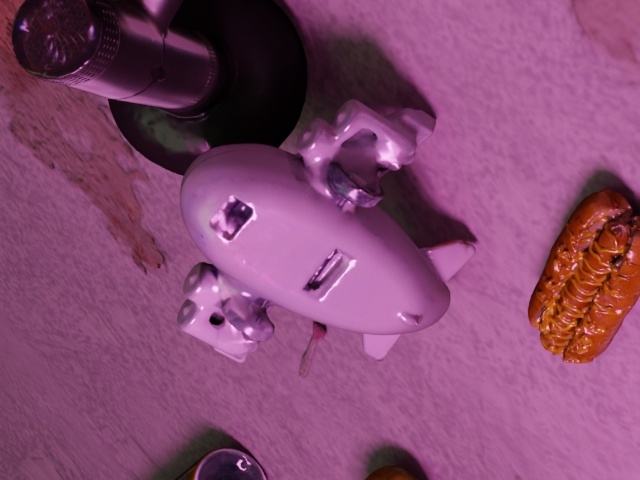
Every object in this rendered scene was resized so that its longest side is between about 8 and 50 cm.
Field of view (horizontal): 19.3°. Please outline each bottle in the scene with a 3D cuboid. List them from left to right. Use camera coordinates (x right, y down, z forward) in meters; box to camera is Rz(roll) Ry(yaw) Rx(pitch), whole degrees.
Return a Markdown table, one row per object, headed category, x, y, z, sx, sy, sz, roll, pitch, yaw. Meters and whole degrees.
| category | x | y | z | sx | sy | sz | roll | pitch | yaw |
| --- | --- | --- | --- | --- | --- | --- | --- | --- | --- |
| bottle | -0.141 | 0.294 | 2.000 | 0.082 | 0.082 | 0.286 | 51 | 150 | 3 |

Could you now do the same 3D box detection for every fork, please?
| category | x | y | z | sx | sy | sz | roll | pitch | yaw |
| --- | --- | --- | --- | --- | --- | --- | --- | --- | --- |
| fork | -0.008 | 0.096 | 1.681 | 0.016 | 0.012 | 0.115 | 47 | 155 | 18 |

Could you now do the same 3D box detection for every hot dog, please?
| category | x | y | z | sx | sy | sz | roll | pitch | yaw |
| --- | --- | --- | --- | --- | --- | --- | --- | --- | --- |
| hot dog | 0.187 | 0.028 | 1.303 | 0.071 | 0.045 | 0.165 | 41 | 147 | 15 |

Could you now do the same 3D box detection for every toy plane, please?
| category | x | y | z | sx | sy | sz | roll | pitch | yaw |
| --- | --- | --- | --- | --- | --- | --- | --- | --- | --- |
| toy plane | 0.000 | 0.000 | 1.387 | 0.117 | 0.245 | 0.244 | -109 | 4 | -55 |

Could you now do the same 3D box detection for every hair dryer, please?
| category | x | y | z | sx | sy | sz | roll | pitch | yaw |
| --- | --- | --- | --- | --- | --- | --- | --- | --- | --- |
| hair dryer | -0.060 | -0.186 | 1.296 | 0.156 | 0.284 | 0.320 | 46 | -179 | 11 |

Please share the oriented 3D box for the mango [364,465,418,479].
| category | x | y | z | sx | sy | sz | roll | pitch | yaw |
| --- | --- | --- | --- | --- | --- | --- | --- | --- | --- |
| mango | 0.072 | 0.279 | 1.685 | 0.115 | 0.089 | 0.165 | -9 | 112 | 55 |
